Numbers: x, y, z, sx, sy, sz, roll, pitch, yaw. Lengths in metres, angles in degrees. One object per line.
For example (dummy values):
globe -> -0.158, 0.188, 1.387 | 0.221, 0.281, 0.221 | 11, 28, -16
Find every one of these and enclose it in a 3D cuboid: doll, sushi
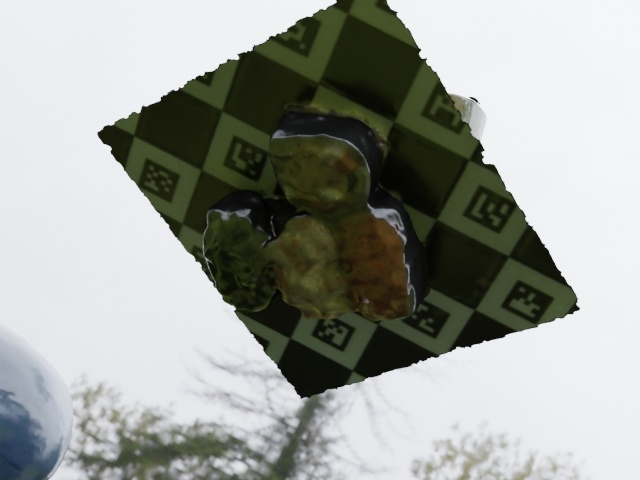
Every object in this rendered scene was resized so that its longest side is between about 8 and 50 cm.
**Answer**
doll -> -0.295, 0.112, 0.823 | 0.228, 0.154, 0.258 | 30, -15, 26
sushi -> 0.000, 0.000, 0.654 | 0.219, 0.047, 0.231 | -22, -66, 34

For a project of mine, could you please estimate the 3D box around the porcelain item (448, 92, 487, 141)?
porcelain item -> 0.109, -0.030, 1.065 | 0.054, 0.213, 0.084 | 8, -16, 29
